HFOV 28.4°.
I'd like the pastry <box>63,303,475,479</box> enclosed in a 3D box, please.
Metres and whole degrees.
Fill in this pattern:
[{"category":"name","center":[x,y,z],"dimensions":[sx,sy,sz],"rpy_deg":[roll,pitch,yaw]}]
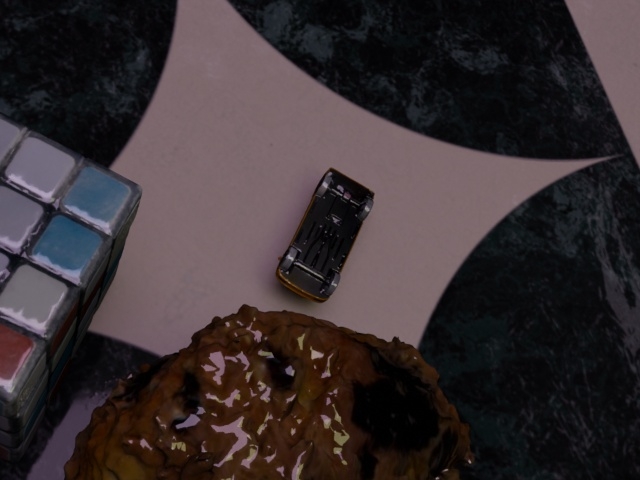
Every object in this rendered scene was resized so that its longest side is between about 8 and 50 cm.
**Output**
[{"category":"pastry","center":[-0.052,0.216,1.213],"dimensions":[0.405,0.337,0.292],"rpy_deg":[-12,61,-19]}]

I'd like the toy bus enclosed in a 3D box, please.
[{"category":"toy bus","center":[0.000,0.000,1.465],"dimensions":[0.070,0.074,0.162],"rpy_deg":[30,60,-9]}]

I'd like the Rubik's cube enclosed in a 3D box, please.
[{"category":"Rubik's cube","center":[-0.355,0.035,1.256],"dimensions":[0.259,0.253,0.256],"rpy_deg":[27,62,-4]}]
